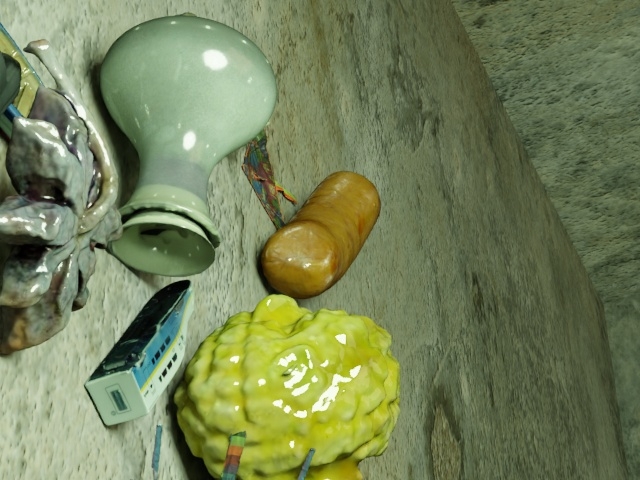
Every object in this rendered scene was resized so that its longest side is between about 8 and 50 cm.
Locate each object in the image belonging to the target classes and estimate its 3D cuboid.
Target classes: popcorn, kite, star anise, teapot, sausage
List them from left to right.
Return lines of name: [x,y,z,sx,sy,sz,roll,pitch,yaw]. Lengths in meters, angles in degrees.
star anise: [-0.217,-0.032,1.329,0.230,0.081,0.262,5,92,-74]
teapot: [-0.142,-0.096,1.625,0.183,0.184,0.250,49,38,-49]
kite: [-0.094,0.251,1.489,0.010,0.183,0.160,-144,-111,-65]
kite: [-0.064,-0.075,2.069,0.159,0.010,0.190,26,48,-66]
popcorn: [-0.037,0.181,1.607,0.237,0.206,0.251,65,45,-65]
sausage: [-0.002,0.000,2.013,0.109,0.109,0.270,67,23,-12]

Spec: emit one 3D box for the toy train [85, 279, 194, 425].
toy train: [-0.159,0.100,1.542,0.234,0.052,0.051,-61,132,-67]

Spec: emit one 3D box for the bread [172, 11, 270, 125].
bread: [-0.127,-0.160,1.882,0.232,0.064,0.172,42,33,-53]

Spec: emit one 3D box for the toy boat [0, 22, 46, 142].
toy boat: [-0.278,-0.133,1.442,0.080,0.046,0.229,-87,152,-52]

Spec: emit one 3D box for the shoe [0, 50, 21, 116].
shoe: [-0.298,-0.131,1.257,0.241,0.108,0.093,-83,175,-68]
